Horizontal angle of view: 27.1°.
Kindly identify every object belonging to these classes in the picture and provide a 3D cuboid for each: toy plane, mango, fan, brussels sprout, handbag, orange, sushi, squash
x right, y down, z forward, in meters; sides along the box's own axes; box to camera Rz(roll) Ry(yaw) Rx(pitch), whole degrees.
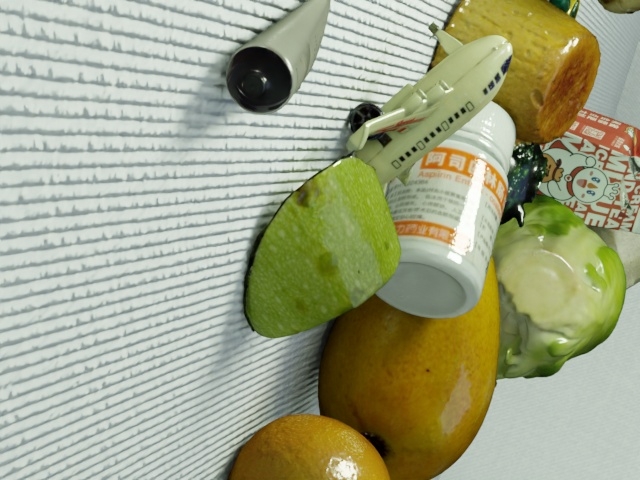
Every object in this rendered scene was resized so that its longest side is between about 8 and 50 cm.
[{"bbox_3d":[0.098,-0.124,1.402,0.256,0.104,0.242,-53,164,4],"label":"toy plane"},{"bbox_3d":[0.126,0.125,1.707,0.264,0.221,0.378,78,27,-60],"label":"mango"},{"bbox_3d":[0.412,-0.398,2.277,0.082,0.039,0.155,-65,164,-5],"label":"fan"},{"bbox_3d":[0.335,0.075,2.159,0.315,0.276,0.371,-24,-179,-13],"label":"brussels sprout"},{"bbox_3d":[0.440,-0.128,2.270,0.151,0.298,0.171,-45,155,-58],"label":"handbag"},{"bbox_3d":[-0.011,0.292,1.497,0.206,0.206,0.206,-59,164,-29],"label":"orange"},{"bbox_3d":[0.247,-0.070,1.974,0.149,0.140,0.287,57,56,-81],"label":"sushi"},{"bbox_3d":[0.017,0.015,1.290,0.192,0.085,0.184,-39,152,-23],"label":"squash"}]

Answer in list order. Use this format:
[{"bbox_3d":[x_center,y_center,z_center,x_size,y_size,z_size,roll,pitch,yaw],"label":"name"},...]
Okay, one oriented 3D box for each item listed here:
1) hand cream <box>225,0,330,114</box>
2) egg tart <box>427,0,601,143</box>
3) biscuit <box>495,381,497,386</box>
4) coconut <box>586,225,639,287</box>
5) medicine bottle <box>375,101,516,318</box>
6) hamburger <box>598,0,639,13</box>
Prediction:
[{"bbox_3d":[-0.026,-0.147,1.054,0.186,0.054,0.087,-54,166,-62],"label":"hand cream"},{"bbox_3d":[0.242,-0.222,1.668,0.215,0.171,0.215,-38,144,-34],"label":"egg tart"},{"bbox_3d":[0.180,0.271,2.210,0.290,0.041,0.208,-22,180,-42],"label":"biscuit"},{"bbox_3d":[0.491,-0.039,2.523,0.346,0.346,0.360,-61,157,-21],"label":"coconut"},{"bbox_3d":[0.147,-0.044,1.575,0.144,0.144,0.252,92,13,-55],"label":"medicine bottle"},{"bbox_3d":[0.369,-0.430,1.642,0.318,0.195,0.277,-122,-131,-72],"label":"hamburger"}]
